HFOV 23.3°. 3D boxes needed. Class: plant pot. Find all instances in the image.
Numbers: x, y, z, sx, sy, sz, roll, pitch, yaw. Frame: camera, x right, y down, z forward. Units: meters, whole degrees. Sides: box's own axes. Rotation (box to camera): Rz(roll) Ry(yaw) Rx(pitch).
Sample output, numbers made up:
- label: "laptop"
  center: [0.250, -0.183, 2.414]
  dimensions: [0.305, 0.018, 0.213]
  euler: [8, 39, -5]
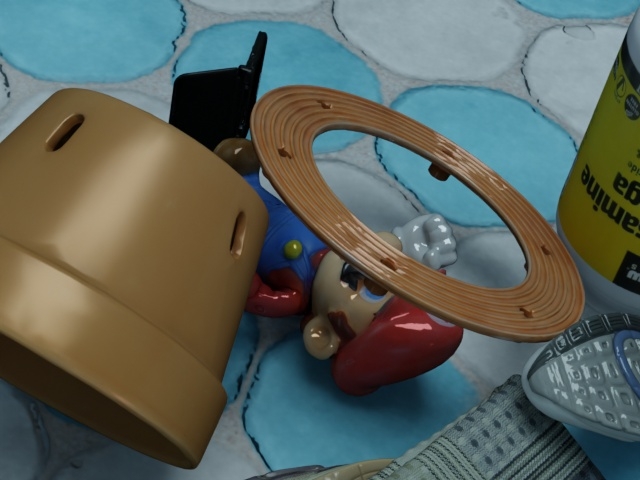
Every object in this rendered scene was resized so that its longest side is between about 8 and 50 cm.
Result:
- label: "plant pot"
  center: [-0.172, 0.020, 1.206]
  dimensions: [0.291, 0.291, 0.203]
  euler: [27, 73, 12]

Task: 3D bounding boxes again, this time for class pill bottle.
- label: "pill bottle"
  center: [0.325, -0.055, 1.411]
  dimensions: [0.188, 0.334, 0.188]
  euler: [7, 45, -7]

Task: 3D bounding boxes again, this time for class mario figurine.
- label: "mario figurine"
  center: [0.000, 0.000, 1.387]
  dimensions: [0.320, 0.170, 0.198]
  euler: [35, 75, 27]

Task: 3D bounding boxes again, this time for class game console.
- label: "game console"
  center: [-0.103, -0.140, 1.533]
  dimensions: [0.071, 0.122, 0.107]
  euler: [15, 45, 1]

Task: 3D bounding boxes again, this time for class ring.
- label: "ring"
  center: [0.082, -0.023, 1.345]
  dimensions: [0.336, 0.032, 0.336]
  euler: [25, 27, -14]

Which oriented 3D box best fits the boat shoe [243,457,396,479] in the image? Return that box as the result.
- label: "boat shoe"
  center: [-0.015, 0.223, 1.228]
  dimensions: [0.285, 0.103, 0.092]
  euler: [-8, 9, -32]

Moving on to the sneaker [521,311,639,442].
- label: "sneaker"
  center: [0.270, 0.133, 1.322]
  dimensions: [0.297, 0.129, 0.111]
  euler: [8, 63, -41]

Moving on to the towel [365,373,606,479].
- label: "towel"
  center: [0.152, 0.287, 1.171]
  dimensions: [0.324, 0.056, 0.312]
  euler: [-28, 77, -46]
